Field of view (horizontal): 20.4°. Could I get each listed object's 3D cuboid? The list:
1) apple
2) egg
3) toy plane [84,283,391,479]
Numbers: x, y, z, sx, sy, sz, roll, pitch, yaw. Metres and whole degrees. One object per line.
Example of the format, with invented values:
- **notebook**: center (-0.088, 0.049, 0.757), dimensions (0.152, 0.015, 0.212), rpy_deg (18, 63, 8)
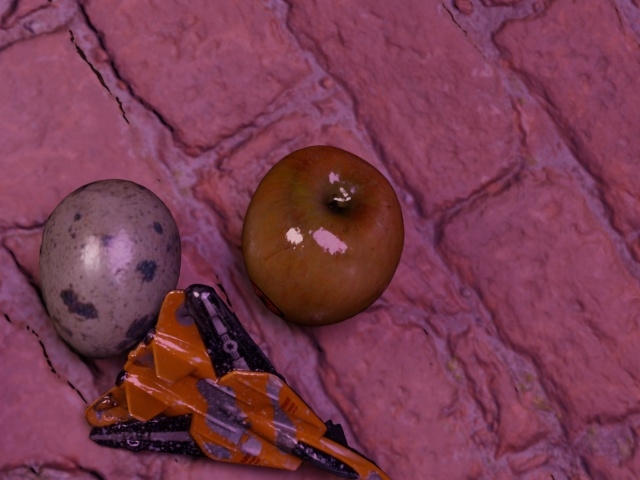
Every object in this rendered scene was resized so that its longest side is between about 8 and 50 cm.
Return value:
- **apple**: center (0.000, 0.000, 1.856), dimensions (0.182, 0.155, 0.182), rpy_deg (7, 57, -11)
- **egg**: center (-0.208, 0.029, 1.757), dimensions (0.141, 0.141, 0.181), rpy_deg (12, 74, -19)
- **toy plane**: center (-0.059, 0.174, 1.786), dimensions (0.316, 0.204, 0.103), rpy_deg (25, 22, -30)
